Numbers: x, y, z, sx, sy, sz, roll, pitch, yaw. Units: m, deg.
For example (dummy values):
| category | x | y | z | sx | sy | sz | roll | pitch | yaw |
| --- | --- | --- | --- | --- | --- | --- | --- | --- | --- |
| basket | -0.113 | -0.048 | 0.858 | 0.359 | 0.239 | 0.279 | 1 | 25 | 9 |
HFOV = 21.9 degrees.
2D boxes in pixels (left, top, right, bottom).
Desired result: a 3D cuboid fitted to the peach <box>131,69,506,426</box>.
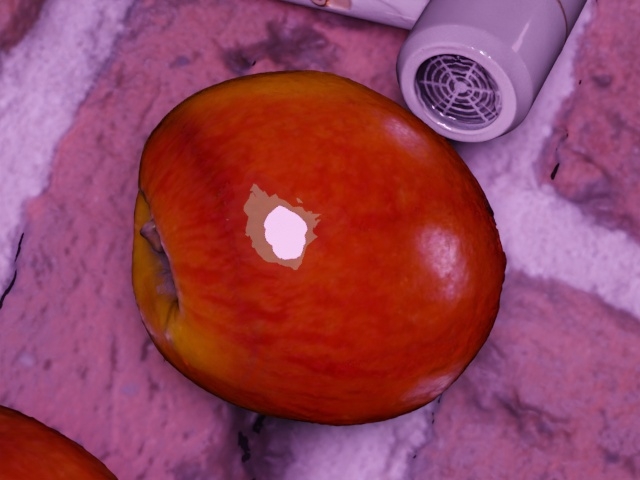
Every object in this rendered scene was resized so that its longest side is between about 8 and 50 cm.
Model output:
| category | x | y | z | sx | sy | sz | roll | pitch | yaw |
| --- | --- | --- | --- | --- | --- | --- | --- | --- | --- |
| peach | 0.000 | 0.000 | 1.187 | 0.281 | 0.238 | 0.281 | 9 | 55 | -13 |

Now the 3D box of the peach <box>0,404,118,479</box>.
| category | x | y | z | sx | sy | sz | roll | pitch | yaw |
| --- | --- | --- | --- | --- | --- | --- | --- | --- | --- |
| peach | -0.251 | 0.293 | 1.102 | 0.372 | 0.290 | 0.373 | 0 | 84 | 0 |

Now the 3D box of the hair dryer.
| category | x | y | z | sx | sy | sz | roll | pitch | yaw |
| --- | --- | --- | --- | --- | --- | --- | --- | --- | --- |
| hair dryer | 0.015 | -0.189 | 1.282 | 0.357 | 0.108 | 0.173 | 15 | 45 | 19 |
